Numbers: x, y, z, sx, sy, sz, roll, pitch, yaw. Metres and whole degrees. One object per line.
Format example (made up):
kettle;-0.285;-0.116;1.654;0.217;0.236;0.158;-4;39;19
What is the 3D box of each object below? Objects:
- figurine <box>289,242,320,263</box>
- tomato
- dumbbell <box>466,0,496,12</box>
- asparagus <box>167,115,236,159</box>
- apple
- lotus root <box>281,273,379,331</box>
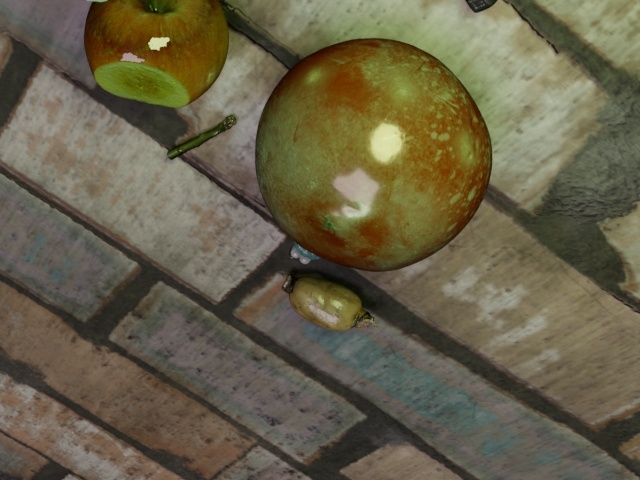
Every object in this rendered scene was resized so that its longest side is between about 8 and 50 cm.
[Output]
figurine;0.000;0.000;1.388;0.060;0.047;0.106;47;139;-2
tomato;0.051;-0.083;1.151;0.270;0.223;0.270;11;133;12
dumbbell;0.151;-0.273;1.048;0.036;0.040;0.083;-34;118;10
asparagus;-0.154;-0.134;1.341;0.127;0.018;0.015;-23;81;36
apple;-0.180;-0.220;1.155;0.146;0.163;0.147;21;143;4
lotus root;0.013;0.095;1.469;0.151;0.063;0.072;22;129;8
